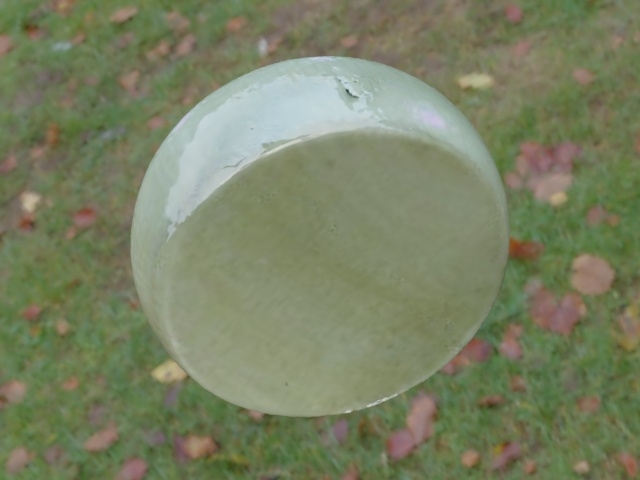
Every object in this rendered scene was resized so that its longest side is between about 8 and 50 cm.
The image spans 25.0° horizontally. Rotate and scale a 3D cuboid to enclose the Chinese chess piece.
[{"bbox_3d":[0.000,0.000,0.950,0.250,0.250,0.101,-27,37,3],"label":"Chinese chess piece"}]
